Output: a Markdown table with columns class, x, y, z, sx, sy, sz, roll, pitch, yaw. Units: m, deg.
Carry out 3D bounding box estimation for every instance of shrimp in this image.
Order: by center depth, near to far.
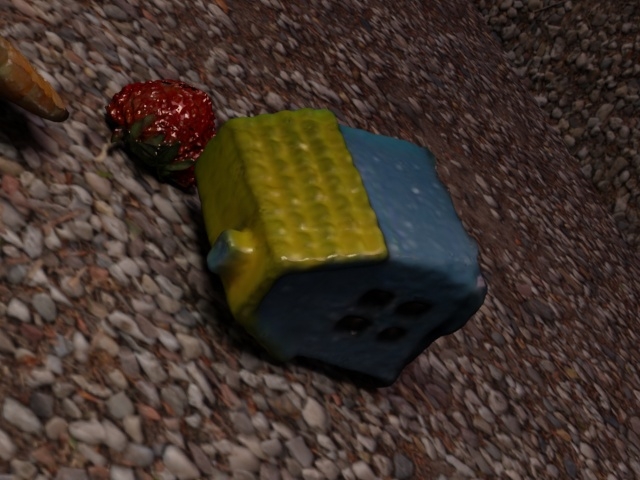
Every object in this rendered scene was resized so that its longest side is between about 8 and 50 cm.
| class | x | y | z | sx | sy | sz | roll | pitch | yaw |
| --- | --- | --- | --- | --- | --- | --- | --- | --- | --- |
| shrimp | -0.335 | -0.196 | 1.112 | 0.143 | 0.052 | 0.251 | 44 | -4 | 45 |

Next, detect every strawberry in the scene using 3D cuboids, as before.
| class | x | y | z | sx | sy | sz | roll | pitch | yaw |
| --- | --- | --- | --- | --- | --- | --- | --- | --- | --- |
| strawberry | -0.168 | -0.135 | 1.357 | 0.192 | 0.085 | 0.140 | 15 | 37 | -51 |

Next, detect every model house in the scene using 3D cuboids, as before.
| class | x | y | z | sx | sy | sz | roll | pitch | yaw |
| --- | --- | --- | --- | --- | --- | --- | --- | --- | --- |
| model house | 0.000 | 0.000 | 1.278 | 0.303 | 0.215 | 0.237 | 19 | 37 | -38 |
